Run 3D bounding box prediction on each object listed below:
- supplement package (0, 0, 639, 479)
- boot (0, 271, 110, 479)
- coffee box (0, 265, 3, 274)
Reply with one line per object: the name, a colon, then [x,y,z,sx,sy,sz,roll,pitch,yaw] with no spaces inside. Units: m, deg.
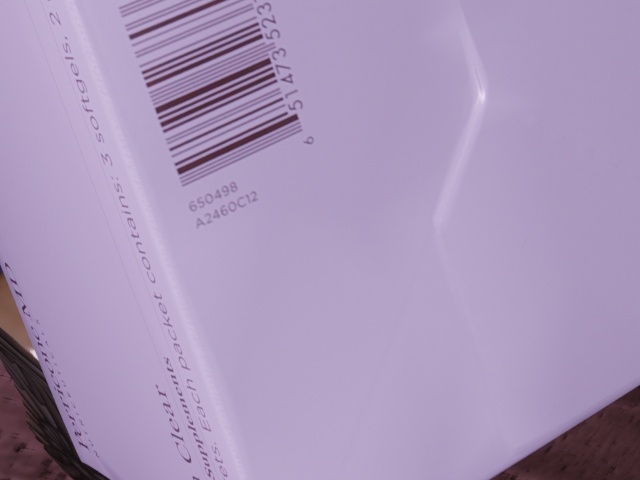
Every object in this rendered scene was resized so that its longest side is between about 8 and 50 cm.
supplement package: [-0.002,-0.073,0.448,0.204,0.145,0.262,-27,110,-24]
boot: [0.000,0.000,0.638,0.269,0.089,0.236,-43,160,-19]
coffee box: [-0.185,-0.016,0.489,0.184,0.040,0.113,-12,130,-36]
